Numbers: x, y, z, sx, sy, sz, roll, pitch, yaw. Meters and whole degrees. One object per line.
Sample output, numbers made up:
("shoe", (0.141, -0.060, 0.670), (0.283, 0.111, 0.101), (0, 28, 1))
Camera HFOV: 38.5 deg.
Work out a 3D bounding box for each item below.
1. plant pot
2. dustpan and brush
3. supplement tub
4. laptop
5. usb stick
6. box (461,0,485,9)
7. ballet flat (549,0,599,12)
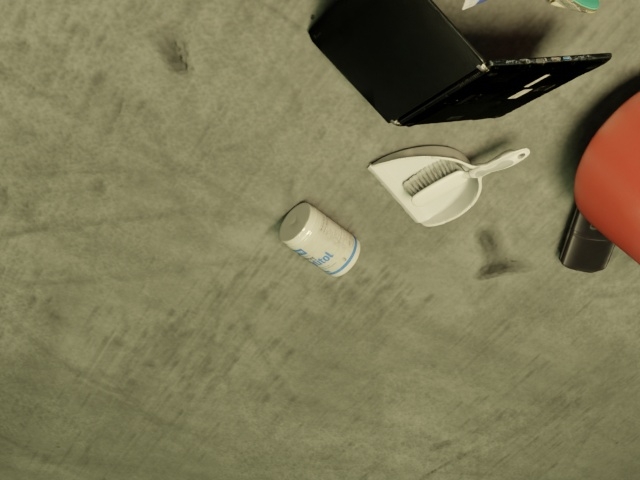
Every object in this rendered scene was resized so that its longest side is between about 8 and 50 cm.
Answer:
("plant pot", (0.501, -0.045, 1.159), (0.275, 0.243, 0.275), (-12, 135, -13))
("dustpan and brush", (0.190, -0.091, 1.270), (0.211, 0.060, 0.147), (-28, 128, 23))
("supplement tub", (0.000, 0.000, 1.344), (0.107, 0.071, 0.071), (34, 124, -30))
("laptop", (0.156, -0.230, 1.086), (0.264, 0.136, 0.234), (-8, 174, -23))
("usb stick", (0.411, -0.060, 1.320), (0.077, 0.045, 0.278), (6, 133, 1))
("box", (0.197, -0.350, 0.999), (0.109, 0.042, 0.178), (-30, 149, -39))
("ballet flat", (0.281, -0.303, 1.096), (0.114, 0.041, 0.041), (25, 128, -23))
